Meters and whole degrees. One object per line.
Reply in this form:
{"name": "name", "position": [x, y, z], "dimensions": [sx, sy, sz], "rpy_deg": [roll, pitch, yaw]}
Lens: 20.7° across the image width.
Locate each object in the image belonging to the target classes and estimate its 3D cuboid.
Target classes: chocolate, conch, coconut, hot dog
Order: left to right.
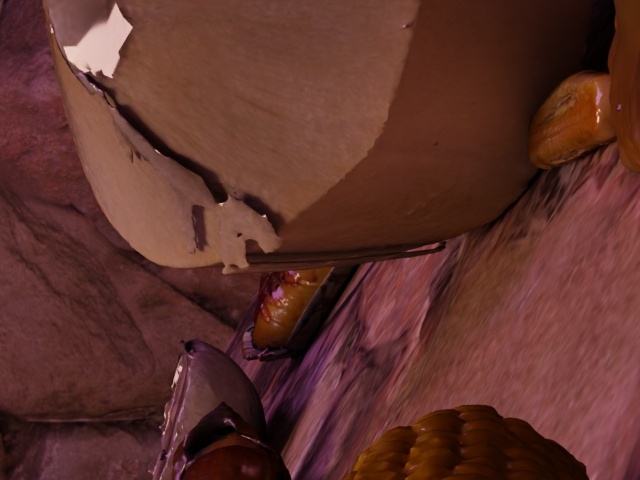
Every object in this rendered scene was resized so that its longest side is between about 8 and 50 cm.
{"name": "chocolate", "position": [-0.101, 0.182, 1.494], "dimensions": [0.303, 0.100, 0.185], "rpy_deg": [144, 145, -87]}
{"name": "conch", "position": [-0.053, 0.174, 1.125], "dimensions": [0.080, 0.086, 0.233], "rpy_deg": [-21, 18, -4]}
{"name": "coconut", "position": [-0.011, -0.128, 0.965], "dimensions": [0.323, 0.323, 0.323], "rpy_deg": [-60, 4, 7]}
{"name": "hot dog", "position": [0.000, 0.000, 1.661], "dimensions": [0.270, 0.082, 0.162], "rpy_deg": [-60, 2, 24]}
{"name": "hot dog", "position": [0.126, -0.060, 0.845], "dimensions": [0.137, 0.028, 0.044], "rpy_deg": [130, 143, -82]}

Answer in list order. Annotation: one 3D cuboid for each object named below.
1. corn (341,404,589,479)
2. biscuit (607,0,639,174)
{"name": "corn", "position": [0.028, 0.108, 0.402], "dimensions": [0.097, 0.097, 0.262], "rpy_deg": [-59, 3, 21]}
{"name": "biscuit", "position": [0.186, -0.185, 0.627], "dimensions": [0.329, 0.078, 0.335], "rpy_deg": [-77, 13, -60]}
